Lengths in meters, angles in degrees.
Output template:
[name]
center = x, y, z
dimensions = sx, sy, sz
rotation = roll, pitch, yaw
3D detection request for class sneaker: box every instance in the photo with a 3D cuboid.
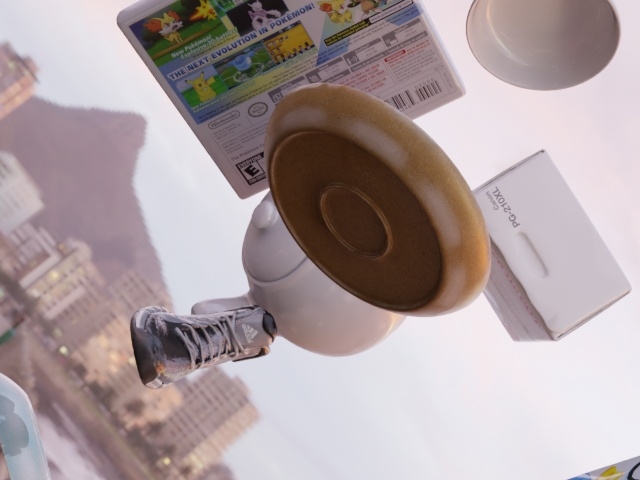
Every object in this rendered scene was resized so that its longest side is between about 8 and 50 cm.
[sneaker]
center = -0.116, 0.100, 1.256
dimensions = 0.228, 0.132, 0.086
rotation = 6, 71, -83

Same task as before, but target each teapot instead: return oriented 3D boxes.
[teapot]
center = 0.000, 0.000, 1.375
dimensions = 0.187, 0.256, 0.252
rotation = 32, -28, -36

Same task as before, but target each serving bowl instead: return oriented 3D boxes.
[serving bowl]
center = 0.122, -0.121, 0.640
dimensions = 0.083, 0.027, 0.083
rotation = 9, -38, 7

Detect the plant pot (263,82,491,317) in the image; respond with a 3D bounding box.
[plant pot]
center = 0.036, -0.023, 0.991
dimensions = 0.236, 0.032, 0.236
rotation = 31, -36, 25

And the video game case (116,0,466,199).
[video game case]
center = -0.030, -0.227, 1.434
dimensions = 0.300, 0.329, 0.036
rotation = 56, 17, -34

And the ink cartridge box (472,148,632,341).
[ink cartridge box]
center = 0.224, 0.014, 1.269
dimensions = 0.172, 0.100, 0.237
rotation = 58, -3, 4

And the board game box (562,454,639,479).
[board game box]
center = 0.190, 0.233, 0.719
dimensions = 0.275, 0.142, 0.144
rotation = -32, -84, 41

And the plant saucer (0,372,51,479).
[plant saucer]
center = -0.325, 0.227, 1.293
dimensions = 0.195, 0.037, 0.195
rotation = 166, -90, -77
